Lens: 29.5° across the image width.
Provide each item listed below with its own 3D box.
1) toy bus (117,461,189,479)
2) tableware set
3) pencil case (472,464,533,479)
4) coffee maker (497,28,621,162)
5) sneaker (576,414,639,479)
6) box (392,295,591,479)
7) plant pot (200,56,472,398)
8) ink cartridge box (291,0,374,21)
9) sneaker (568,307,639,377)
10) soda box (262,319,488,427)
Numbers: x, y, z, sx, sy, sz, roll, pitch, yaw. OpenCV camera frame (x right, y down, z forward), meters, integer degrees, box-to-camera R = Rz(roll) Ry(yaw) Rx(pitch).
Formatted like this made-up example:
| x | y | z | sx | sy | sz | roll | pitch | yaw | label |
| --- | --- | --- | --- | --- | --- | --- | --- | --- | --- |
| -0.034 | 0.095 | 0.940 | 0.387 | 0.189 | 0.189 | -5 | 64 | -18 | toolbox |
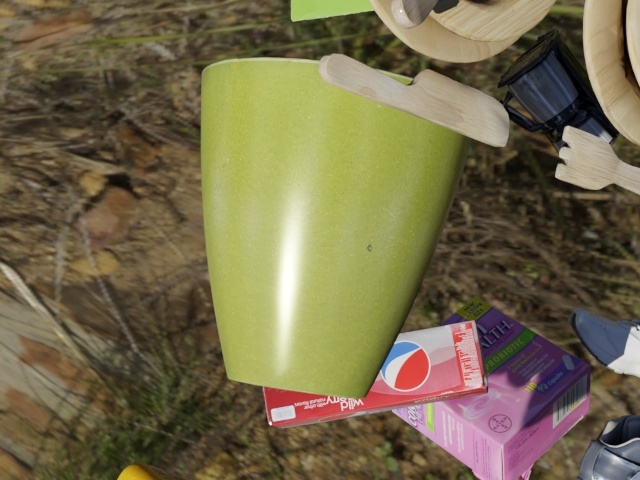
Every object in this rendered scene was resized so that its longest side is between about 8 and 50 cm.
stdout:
| x | y | z | sx | sy | sz | roll | pitch | yaw | label |
| --- | --- | --- | --- | --- | --- | --- | --- | --- | --- |
| -0.107 | 0.365 | 1.337 | 0.130 | 0.333 | 0.108 | 33 | 84 | -40 | toy bus |
| 0.094 | -0.087 | 0.414 | 0.194 | 0.039 | 0.128 | 15 | 84 | -34 | tableware set |
| 0.343 | 0.328 | 2.063 | 0.098 | 0.095 | 0.209 | 25 | 83 | 17 | pencil case |
| 0.371 | -0.214 | 1.816 | 0.178 | 0.120 | 0.171 | 50 | 58 | -9 | coffee maker |
| 0.367 | 0.284 | 1.324 | 0.226 | 0.086 | 0.163 | 23 | 88 | -27 | sneaker |
| 0.269 | 0.238 | 1.940 | 0.213 | 0.243 | 0.117 | -35 | 137 | -27 | box |
| 0.000 | 0.000 | 1.189 | 0.275 | 0.275 | 0.293 | 10 | 85 | -26 | plant pot |
| 0.068 | -0.232 | 0.680 | 0.097 | 0.255 | 0.188 | 2 | 86 | -59 | ink cartridge box |
| 0.579 | 0.186 | 2.184 | 0.297 | 0.111 | 0.129 | 27 | 107 | -13 | sneaker |
| 0.066 | 0.163 | 1.461 | 0.263 | 0.092 | 0.083 | -10 | 77 | 6 | soda box |
